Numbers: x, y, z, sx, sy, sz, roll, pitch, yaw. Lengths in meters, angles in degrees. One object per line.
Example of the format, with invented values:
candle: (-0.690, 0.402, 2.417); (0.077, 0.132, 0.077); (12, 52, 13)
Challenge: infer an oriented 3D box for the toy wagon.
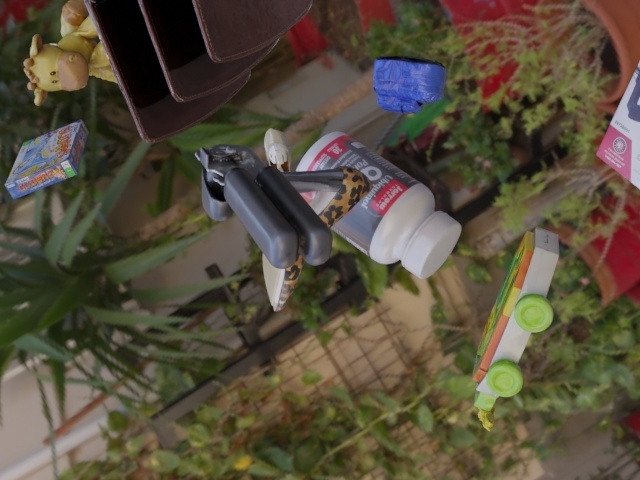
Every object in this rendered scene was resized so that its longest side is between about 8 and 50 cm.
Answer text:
toy wagon: (0.309, 0.154, 1.398); (0.068, 0.345, 0.267); (21, -158, 8)

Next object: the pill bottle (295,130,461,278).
pill bottle: (0.111, -0.065, 1.674); (0.318, 0.176, 0.176); (36, 166, 22)

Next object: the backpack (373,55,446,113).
backpack: (0.163, -0.277, 1.523); (0.098, 0.120, 0.101); (-24, -63, -69)

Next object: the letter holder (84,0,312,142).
letter holder: (-0.129, -0.271, 1.111); (0.302, 0.151, 0.215); (-50, -51, -54)

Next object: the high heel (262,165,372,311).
high heel: (0.000, 0.000, 1.476); (0.093, 0.186, 0.261); (39, 127, 52)

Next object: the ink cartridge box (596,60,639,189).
ink cartridge box: (0.522, -0.184, 1.210); (0.172, 0.100, 0.237); (-123, 42, -50)

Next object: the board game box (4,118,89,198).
board game box: (-0.537, -0.164, 1.688); (0.201, 0.136, 0.035); (-105, -7, -59)

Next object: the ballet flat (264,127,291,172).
ballet flat: (-0.085, -0.162, 1.861); (0.052, 0.057, 0.168); (-119, 18, -66)

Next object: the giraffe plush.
giraffe plush: (-0.468, -0.339, 1.586); (0.182, 0.210, 0.170); (69, -151, -24)

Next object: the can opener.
can opener: (-0.073, -0.034, 0.968); (0.283, 0.075, 0.095); (-129, 41, -52)
